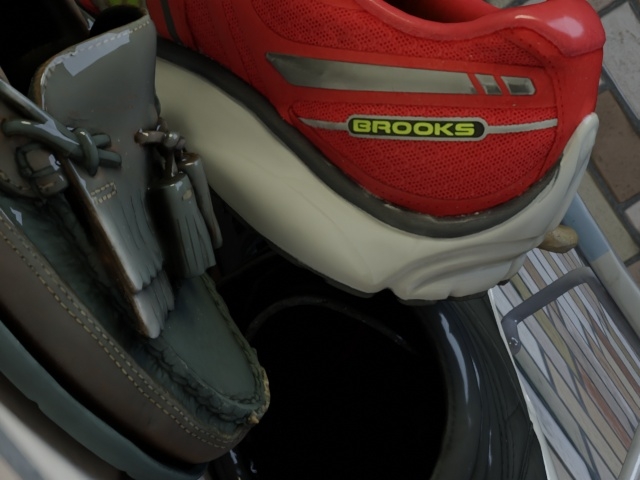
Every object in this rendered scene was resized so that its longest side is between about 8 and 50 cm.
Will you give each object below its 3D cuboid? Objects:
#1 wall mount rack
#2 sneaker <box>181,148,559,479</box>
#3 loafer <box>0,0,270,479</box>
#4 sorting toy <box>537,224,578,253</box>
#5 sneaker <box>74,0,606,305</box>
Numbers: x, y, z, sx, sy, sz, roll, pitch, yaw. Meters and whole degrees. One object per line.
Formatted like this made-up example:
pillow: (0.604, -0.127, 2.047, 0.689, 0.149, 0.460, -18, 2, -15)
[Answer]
wall mount rack: (0.142, 0.039, 1.070, 0.350, 0.130, 0.304, 52, 8, -26)
sneaker: (0.000, 0.000, 0.568, 0.295, 0.105, 0.147, 68, 9, 26)
loafer: (-0.084, -0.051, 0.400, 0.267, 0.084, 0.096, 53, 11, -20)
sorting toy: (0.009, -0.109, 0.758, 0.229, 0.041, 0.307, 61, -12, -14)
sneaker: (-0.028, -0.097, 0.499, 0.279, 0.118, 0.107, 35, 26, 21)
